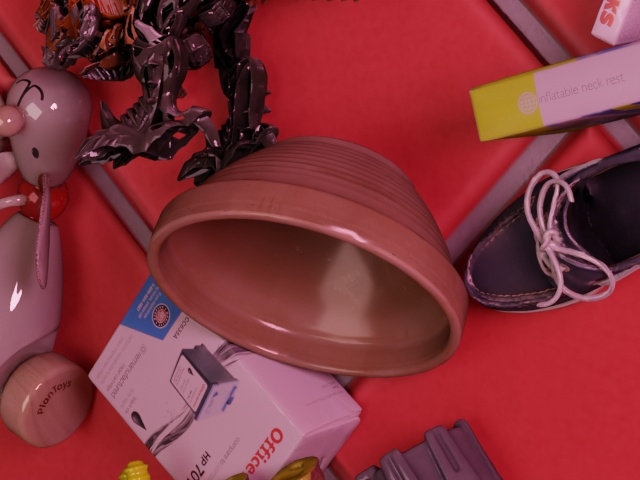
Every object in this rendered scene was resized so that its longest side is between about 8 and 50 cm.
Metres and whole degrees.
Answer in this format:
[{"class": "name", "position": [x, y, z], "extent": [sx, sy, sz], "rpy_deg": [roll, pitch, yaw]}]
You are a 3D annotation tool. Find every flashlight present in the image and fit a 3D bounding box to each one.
[{"class": "flashlight", "position": [0.150, 0.276, 1.355], "extent": [0.103, 0.103, 0.304], "rpy_deg": [-43, 68, 41]}]

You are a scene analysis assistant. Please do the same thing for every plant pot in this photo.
[{"class": "plant pot", "position": [0.000, 0.000, 1.369], "extent": [0.237, 0.237, 0.110], "rpy_deg": [-9, 53, 39]}]

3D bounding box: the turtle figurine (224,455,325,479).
[{"class": "turtle figurine", "position": [0.009, 0.273, 1.410], "extent": [0.269, 0.087, 0.217], "rpy_deg": [-14, 104, 50]}]

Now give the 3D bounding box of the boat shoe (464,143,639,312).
[{"class": "boat shoe", "position": [0.188, -0.010, 1.268], "extent": [0.254, 0.079, 0.095], "rpy_deg": [-22, 86, 39]}]

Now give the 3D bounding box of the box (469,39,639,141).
[{"class": "box", "position": [0.201, -0.104, 1.218], "extent": [0.178, 0.109, 0.042], "rpy_deg": [-13, 88, 40]}]

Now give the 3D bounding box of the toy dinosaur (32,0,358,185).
[{"class": "toy dinosaur", "position": [-0.109, -0.164, 1.437], "extent": [0.322, 0.164, 0.218], "rpy_deg": [-16, 72, 60]}]

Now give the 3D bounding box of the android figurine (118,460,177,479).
[{"class": "android figurine", "position": [-0.110, 0.306, 1.467], "extent": [0.248, 0.056, 0.273], "rpy_deg": [137, 118, -77]}]

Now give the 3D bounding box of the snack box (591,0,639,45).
[{"class": "snack box", "position": [0.228, -0.212, 1.203], "extent": [0.022, 0.064, 0.178], "rpy_deg": [33, 118, 29]}]

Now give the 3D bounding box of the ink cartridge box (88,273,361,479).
[{"class": "ink cartridge box", "position": [-0.079, 0.123, 1.508], "extent": [0.191, 0.082, 0.140], "rpy_deg": [48, 124, 22]}]

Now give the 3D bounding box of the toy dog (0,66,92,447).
[{"class": "toy dog", "position": [-0.291, 0.024, 1.599], "extent": [0.220, 0.161, 0.334], "rpy_deg": [3, 103, 38]}]
